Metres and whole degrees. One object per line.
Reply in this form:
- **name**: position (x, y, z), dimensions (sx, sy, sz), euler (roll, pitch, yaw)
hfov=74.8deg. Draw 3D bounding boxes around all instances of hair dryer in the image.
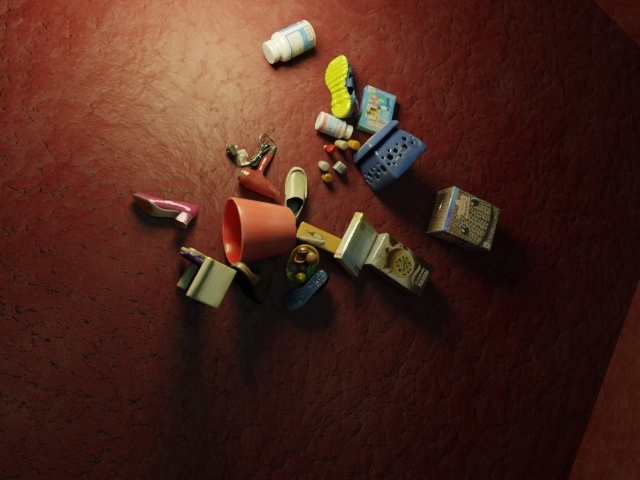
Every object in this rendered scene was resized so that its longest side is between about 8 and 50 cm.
- **hair dryer**: position (-0.254, -0.310, 1.795), dimensions (0.224, 0.080, 0.293), euler (-22, 94, -19)

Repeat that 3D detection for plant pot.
- **plant pot**: position (-0.245, -0.038, 1.698), dimensions (0.243, 0.275, 0.275), euler (-2, 87, -29)
- **plant pot**: position (0.299, -0.390, 1.911), dimensions (0.212, 0.236, 0.236), euler (46, 71, -5)

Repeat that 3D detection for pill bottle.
- **pill bottle**: position (-0.141, -0.870, 1.849), dimensions (0.221, 0.124, 0.124), euler (-33, 97, -17)
- **pill bottle**: position (0.063, -0.520, 1.912), dimensions (0.160, 0.087, 0.087), euler (16, 81, -17)

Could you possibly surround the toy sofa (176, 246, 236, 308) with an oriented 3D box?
- **toy sofa**: position (-0.455, 0.131, 1.550), dimensions (0.177, 0.362, 0.150), euler (30, 78, -21)

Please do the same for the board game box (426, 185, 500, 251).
- **board game box**: position (0.708, -0.099, 2.074), dimensions (0.291, 0.141, 0.232), euler (21, 80, -17)

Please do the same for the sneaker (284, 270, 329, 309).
- **sneaker**: position (-0.051, 0.223, 1.829), dimensions (0.232, 0.090, 0.081), euler (-39, 72, 5)

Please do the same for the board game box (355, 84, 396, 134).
- **board game box**: position (0.267, -0.616, 2.009), dimensions (0.160, 0.047, 0.210), euler (15, 81, -18)

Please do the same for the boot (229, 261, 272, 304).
- **boot**: position (-0.273, 0.145, 1.672), dimensions (0.112, 0.305, 0.115), euler (24, 68, 22)

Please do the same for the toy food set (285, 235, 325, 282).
- **toy food set**: position (-0.068, 0.093, 1.795), dimensions (0.128, 0.071, 0.218), euler (19, 104, -14)

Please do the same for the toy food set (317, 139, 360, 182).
- **toy food set**: position (0.064, -0.381, 1.917), dimensions (0.111, 0.104, 0.232), euler (35, 94, -27)

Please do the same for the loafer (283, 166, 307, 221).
- **loafer**: position (-0.107, -0.194, 1.830), dimensions (0.102, 0.092, 0.268), euler (9, 83, -18)

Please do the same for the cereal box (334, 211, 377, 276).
- **cereal box**: position (0.162, 0.019, 1.876), dimensions (0.173, 0.047, 0.240), euler (49, 62, -44)

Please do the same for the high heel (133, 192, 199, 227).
- **high heel**: position (-0.615, -0.147, 1.678), dimensions (0.244, 0.082, 0.117), euler (24, 47, -2)

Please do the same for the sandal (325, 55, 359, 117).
- **sandal**: position (0.109, -0.698, 1.939), dimensions (0.138, 0.126, 0.317), euler (10, 74, -53)

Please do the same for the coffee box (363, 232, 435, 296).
- **coffee box**: position (0.360, 0.117, 1.953), dimensions (0.297, 0.119, 0.168), euler (33, 76, -14)

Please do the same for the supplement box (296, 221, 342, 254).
- **supplement box**: position (0.000, 0.000, 1.862), dimensions (0.233, 0.080, 0.078), euler (25, 78, -17)
